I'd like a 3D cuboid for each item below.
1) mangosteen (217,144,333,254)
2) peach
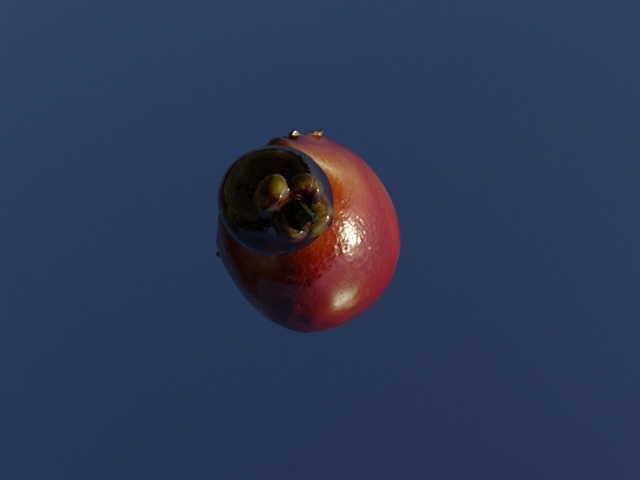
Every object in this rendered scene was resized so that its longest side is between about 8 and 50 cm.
[{"bbox_3d":[-0.041,-0.040,1.195,0.140,0.140,0.140,-9,-127,12],"label":"mangosteen"},{"bbox_3d":[0.000,0.000,1.530,0.257,0.362,0.201,-38,-114,-10],"label":"peach"}]
